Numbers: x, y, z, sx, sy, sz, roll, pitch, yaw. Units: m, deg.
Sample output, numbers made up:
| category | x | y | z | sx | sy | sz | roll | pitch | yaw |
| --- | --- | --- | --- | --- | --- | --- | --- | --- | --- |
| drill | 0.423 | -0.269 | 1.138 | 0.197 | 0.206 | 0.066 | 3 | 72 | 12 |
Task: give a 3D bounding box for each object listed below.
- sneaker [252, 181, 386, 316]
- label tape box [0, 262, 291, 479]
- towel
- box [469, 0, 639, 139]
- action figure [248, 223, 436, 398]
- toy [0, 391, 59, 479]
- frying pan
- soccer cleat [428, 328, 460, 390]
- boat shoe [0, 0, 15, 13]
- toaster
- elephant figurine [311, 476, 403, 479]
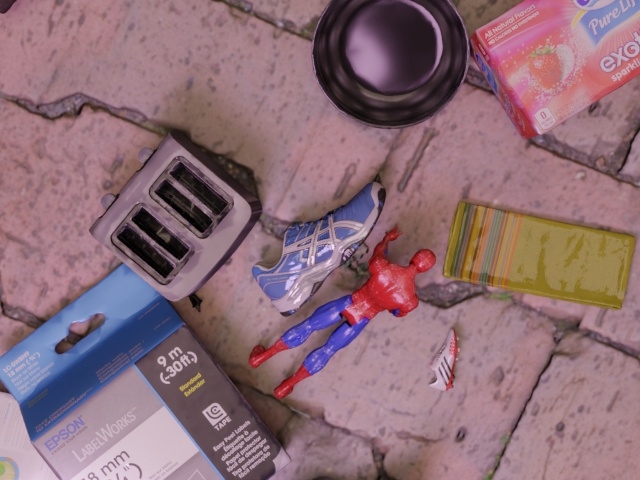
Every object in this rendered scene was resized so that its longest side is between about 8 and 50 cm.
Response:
| category | x | y | z | sx | sy | sz | roll | pitch | yaw |
| --- | --- | --- | --- | --- | --- | --- | --- | --- | --- |
| sneaker | 0.000 | 0.000 | 1.330 | 0.081 | 0.080 | 0.211 | 43 | 93 | -4 |
| label tape box | -0.234 | 0.221 | 1.322 | 0.240 | 0.106 | 0.334 | -38 | 92 | -8 |
| towel | 0.283 | 0.021 | 1.347 | 0.237 | 0.021 | 0.102 | 11 | 95 | 2 |
| box | 0.345 | -0.265 | 1.265 | 0.300 | 0.142 | 0.154 | -31 | 91 | 4 |
| action figure | 0.045 | 0.083 | 1.338 | 0.280 | 0.139 | 0.091 | -37 | 95 | 27 |
| toy | -0.419 | 0.270 | 1.376 | 0.237 | 0.056 | 0.137 | 15 | 85 | -8 |
| frying pan | 0.056 | -0.289 | 1.282 | 0.197 | 0.053 | 0.326 | -25 | 110 | 16 |
| soccer cleat | 0.161 | 0.156 | 1.358 | 0.035 | 0.029 | 0.083 | 7 | 99 | -2 |
| boat shoe | -0.529 | -0.397 | 1.306 | 0.355 | 0.132 | 0.130 | 25 | 94 | 2 |
| toaster | -0.179 | -0.024 | 1.323 | 0.185 | 0.110 | 0.168 | 41 | 95 | 0 |
| elephant figurine | -0.010 | 0.390 | 1.329 | 0.239 | 0.169 | 0.186 | 11 | 65 | 17 |
